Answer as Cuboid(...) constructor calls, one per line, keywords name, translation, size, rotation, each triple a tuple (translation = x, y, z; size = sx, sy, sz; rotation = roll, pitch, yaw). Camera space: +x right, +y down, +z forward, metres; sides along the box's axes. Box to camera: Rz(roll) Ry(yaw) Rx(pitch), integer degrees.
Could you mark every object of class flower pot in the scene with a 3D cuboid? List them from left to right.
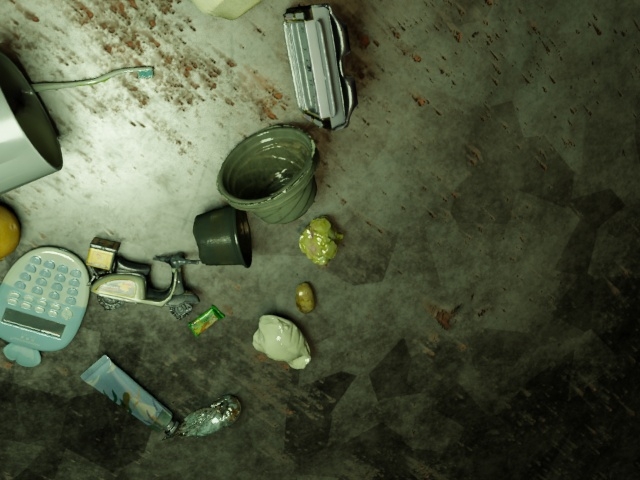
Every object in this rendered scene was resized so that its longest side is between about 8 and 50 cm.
Cuboid(name="flower pot", translation=(-0.222, -0.009, 1.276), size=(0.107, 0.157, 0.157), rotation=(-7, 113, 3))
Cuboid(name="flower pot", translation=(-0.096, -0.128, 1.235), size=(0.235, 0.235, 0.140), rotation=(-32, 138, 1))

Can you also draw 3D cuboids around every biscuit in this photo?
Cuboid(name="biscuit", translation=(-0.288, 0.201, 1.409), size=(0.089, 0.016, 0.046), rotation=(-35, 115, 2))

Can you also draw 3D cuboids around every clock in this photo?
Cuboid(name="clock", translation=(-0.001, -0.357, 1.163), size=(0.083, 0.186, 0.253), rotation=(-16, 115, -12))

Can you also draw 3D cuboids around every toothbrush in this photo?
Cuboid(name="toothbrush", translation=(-0.474, -0.329, 1.151), size=(0.263, 0.022, 0.026), rotation=(-10, 101, -10))

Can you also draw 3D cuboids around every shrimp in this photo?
Cuboid(name="shrimp", translation=(-0.317, 0.479, 1.480), size=(0.233, 0.079, 0.090), rotation=(-24, 153, -2))

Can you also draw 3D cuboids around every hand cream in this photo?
Cuboid(name="hand cream", translation=(-0.474, 0.401, 1.427), size=(0.091, 0.058, 0.271), rotation=(-39, 110, 11))

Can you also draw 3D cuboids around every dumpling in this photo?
Cuboid(name="dumpling", translation=(-0.113, 0.258, 1.443), size=(0.134, 0.100, 0.169), rotation=(-16, 141, 34))

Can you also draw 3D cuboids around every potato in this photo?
Cuboid(name="potato", translation=(-0.040, 0.147, 1.433), size=(0.051, 0.040, 0.083), rotation=(-18, 111, -31))

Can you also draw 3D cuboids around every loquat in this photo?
Cuboid(name="loquat", translation=(-0.696, -0.016, 1.165), size=(0.141, 0.141, 0.141), rotation=(-5, 112, -12))

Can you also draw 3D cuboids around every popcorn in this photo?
Cuboid(name="popcorn", translation=(-0.001, -0.001, 1.363), size=(0.097, 0.089, 0.109), rotation=(1, 105, 24))

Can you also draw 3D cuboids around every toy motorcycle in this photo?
Cuboid(name="toy motorcycle", translation=(-0.402, 0.093, 1.300), size=(0.263, 0.091, 0.157), rotation=(13, 103, -15))

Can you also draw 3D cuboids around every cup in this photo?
Cuboid(name="cup", translation=(-0.691, -0.207, 1.020), size=(0.327, 0.237, 0.323), rotation=(-23, 72, -6))

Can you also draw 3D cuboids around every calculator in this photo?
Cuboid(name="calculator", translation=(-0.642, 0.154, 1.293), size=(0.188, 0.042, 0.302), rotation=(22, 104, -21))

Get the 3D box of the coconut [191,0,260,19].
Cuboid(name="coconut", translation=(-0.182, -0.550, 1.019), size=(0.237, 0.237, 0.266), rotation=(-36, 119, 3))
